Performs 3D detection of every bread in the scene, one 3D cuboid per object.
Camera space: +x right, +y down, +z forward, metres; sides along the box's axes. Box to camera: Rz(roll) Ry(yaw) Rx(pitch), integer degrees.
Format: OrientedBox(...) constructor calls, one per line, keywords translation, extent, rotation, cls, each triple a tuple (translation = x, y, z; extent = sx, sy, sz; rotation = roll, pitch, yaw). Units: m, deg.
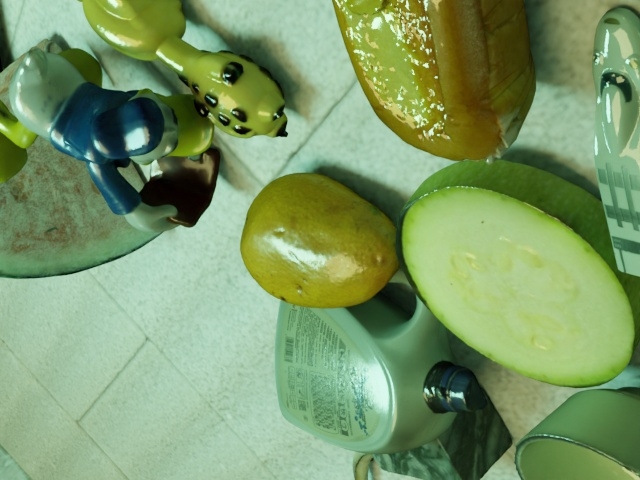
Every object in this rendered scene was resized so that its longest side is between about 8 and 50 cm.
OrientedBox(translation=(0.085, -0.206, 1.102), extent=(0.152, 0.119, 0.288), rotation=(20, 142, 37), cls="bread")

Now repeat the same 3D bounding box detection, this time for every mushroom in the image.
OrientedBox(translation=(0.083, 0.297, 1.856), extent=(0.306, 0.043, 0.068), rotation=(-38, 69, 65), cls="mushroom")

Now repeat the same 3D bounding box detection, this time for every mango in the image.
OrientedBox(translation=(0.000, 0.000, 1.492), extent=(0.227, 0.109, 0.147), rotation=(0, 94, 49), cls="mango")

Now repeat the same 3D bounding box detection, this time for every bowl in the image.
OrientedBox(translation=(0.299, 0.217, 1.332), extent=(0.211, 0.112, 0.211), rotation=(30, 152, 18), cls="bowl")

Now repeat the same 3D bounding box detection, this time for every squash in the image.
OrientedBox(translation=(0.185, 0.033, 1.302), extent=(0.252, 0.049, 0.252), rotation=(26, 146, 19), cls="squash")

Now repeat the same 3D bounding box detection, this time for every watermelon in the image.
OrientedBox(translation=(-0.348, -0.111, 1.875), extent=(0.250, 0.292, 0.283), rotation=(20, -150, -47), cls="watermelon")

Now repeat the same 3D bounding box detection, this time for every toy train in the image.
OrientedBox(translation=(0.246, -0.073, 1.109), extent=(0.052, 0.051, 0.234), rotation=(16, 139, 40), cls="toy train")

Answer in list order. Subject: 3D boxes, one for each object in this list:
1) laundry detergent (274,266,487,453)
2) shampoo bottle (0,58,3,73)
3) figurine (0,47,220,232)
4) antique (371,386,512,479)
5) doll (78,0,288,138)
OrientedBox(translation=(0.071, 0.128, 1.529), extent=(0.280, 0.105, 0.215), rotation=(3, 92, 51), cls="laundry detergent")
OrientedBox(translation=(-0.481, -0.292, 1.831), extent=(0.101, 0.101, 0.284), rotation=(37, 151, 21), cls="shampoo bottle")
OrientedBox(translation=(-0.232, -0.102, 1.584), extent=(0.283, 0.204, 0.338), rotation=(39, 167, -20), cls="figurine")
OrientedBox(translation=(0.123, 0.221, 1.638), extent=(0.183, 0.086, 0.088), rotation=(1, 127, 55), cls="antique")
OrientedBox(translation=(-0.149, -0.202, 1.483), extent=(0.291, 0.086, 0.117), rotation=(37, 158, 14), cls="doll")
